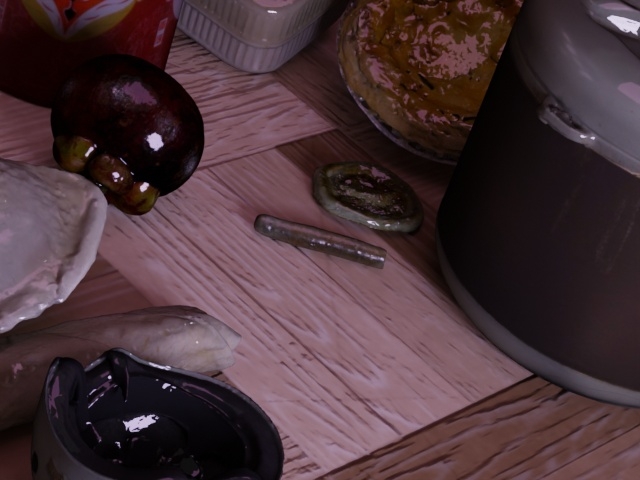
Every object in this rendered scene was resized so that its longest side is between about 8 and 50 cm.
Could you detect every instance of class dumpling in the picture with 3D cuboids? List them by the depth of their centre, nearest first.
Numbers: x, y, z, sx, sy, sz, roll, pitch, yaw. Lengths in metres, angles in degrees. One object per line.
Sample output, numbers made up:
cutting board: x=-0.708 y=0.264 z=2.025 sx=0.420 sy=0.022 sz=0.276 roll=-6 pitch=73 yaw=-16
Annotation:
dumpling: x=-0.257 y=0.017 z=1.266 sx=0.216 sy=0.126 sz=0.166 roll=3 pitch=40 yaw=-25

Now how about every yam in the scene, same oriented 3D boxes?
yam: x=0.000 y=0.000 z=1.509 sx=0.116 sy=0.021 sz=0.021 roll=17 pitch=34 yaw=-5

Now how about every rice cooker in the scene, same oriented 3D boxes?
rice cooker: x=0.283 y=-0.065 z=1.469 sx=0.335 sy=0.325 sz=0.335 roll=13 pitch=35 yaw=-9

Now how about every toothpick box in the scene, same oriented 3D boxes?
toothpick box: x=-0.195 y=-0.304 z=1.556 sx=0.204 sy=0.333 sz=0.204 roll=14 pitch=35 yaw=-10

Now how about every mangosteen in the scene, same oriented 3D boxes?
mangosteen: x=-0.164 y=-0.081 z=1.465 sx=0.140 sy=0.140 sz=0.140 roll=13 pitch=35 yaw=-9

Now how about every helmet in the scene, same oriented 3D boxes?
helmet: x=-0.116 y=0.154 z=1.171 sx=0.153 sy=0.107 sz=0.177 roll=38 pitch=19 yaw=29

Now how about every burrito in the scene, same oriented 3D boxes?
burrito: x=-0.172 y=0.089 z=1.269 sx=0.275 sy=0.059 sz=0.082 roll=-12 pitch=27 yaw=-37

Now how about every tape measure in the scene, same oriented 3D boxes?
tape measure: x=-0.089 y=-0.316 z=1.759 sx=0.271 sy=0.133 sz=0.231 roll=34 pitch=51 yaw=13

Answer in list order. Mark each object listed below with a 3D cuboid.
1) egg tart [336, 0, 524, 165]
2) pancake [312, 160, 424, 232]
egg tart: x=0.127 y=-0.164 z=1.704 sx=0.234 sy=0.094 sz=0.234 roll=4 pitch=61 yaw=-7
pancake: x=0.042 y=-0.040 z=1.590 sx=0.108 sy=0.017 sz=0.108 roll=14 pitch=31 yaw=-9
